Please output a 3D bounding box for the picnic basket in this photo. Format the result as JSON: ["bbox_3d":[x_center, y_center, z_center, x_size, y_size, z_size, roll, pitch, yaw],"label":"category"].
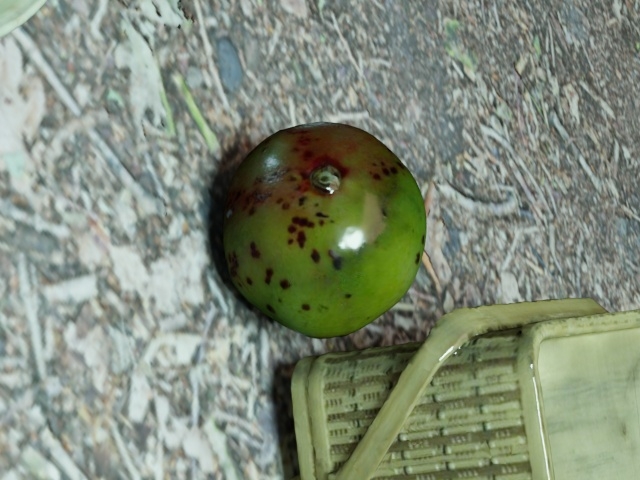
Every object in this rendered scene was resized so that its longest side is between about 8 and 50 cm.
[{"bbox_3d":[0.110,0.196,0.912,0.228,0.175,0.313,1,80,-58],"label":"picnic basket"}]

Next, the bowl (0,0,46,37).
[{"bbox_3d":[-0.228,-0.181,0.576,0.277,0.145,0.277,26,57,-50],"label":"bowl"}]

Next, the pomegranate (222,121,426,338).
[{"bbox_3d":[-0.002,-0.004,0.885,0.130,0.130,0.130,29,53,-48],"label":"pomegranate"}]
